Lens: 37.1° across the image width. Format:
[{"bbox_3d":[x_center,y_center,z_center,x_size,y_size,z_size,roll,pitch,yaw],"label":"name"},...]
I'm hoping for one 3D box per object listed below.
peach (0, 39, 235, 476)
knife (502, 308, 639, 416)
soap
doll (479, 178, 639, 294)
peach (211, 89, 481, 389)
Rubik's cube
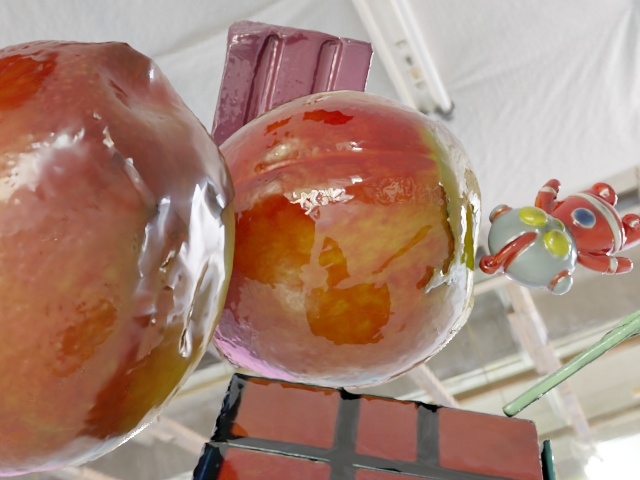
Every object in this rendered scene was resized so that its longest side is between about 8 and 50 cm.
[{"bbox_3d":[-0.228,0.010,0.776,0.373,0.372,0.290,-33,-54,27],"label":"peach"},{"bbox_3d":[0.257,0.058,0.747,0.293,0.020,0.043,-30,-11,-15],"label":"knife"},{"bbox_3d":[-0.066,-0.160,1.533,0.233,0.359,0.128,12,6,-6],"label":"soap"},{"bbox_3d":[0.266,-0.005,1.072,0.245,0.142,0.076,-15,-33,-36],"label":"doll"},{"bbox_3d":[0.000,0.000,1.077,0.370,0.370,0.370,-12,-30,-7],"label":"peach"},{"bbox_3d":[0.028,0.308,0.748,0.294,0.283,0.288,8,-67,7],"label":"Rubik's cube"}]
